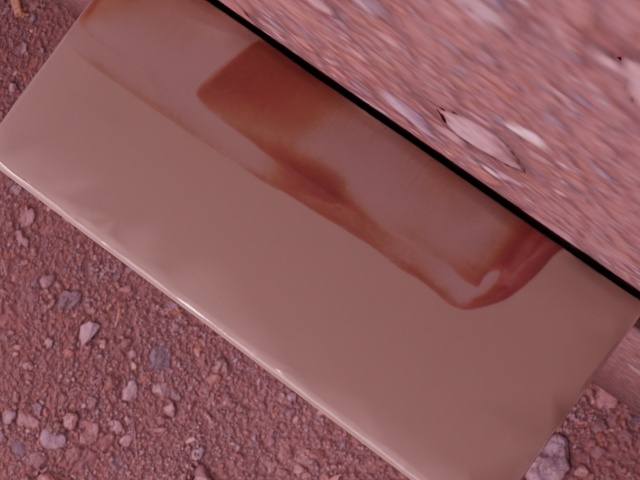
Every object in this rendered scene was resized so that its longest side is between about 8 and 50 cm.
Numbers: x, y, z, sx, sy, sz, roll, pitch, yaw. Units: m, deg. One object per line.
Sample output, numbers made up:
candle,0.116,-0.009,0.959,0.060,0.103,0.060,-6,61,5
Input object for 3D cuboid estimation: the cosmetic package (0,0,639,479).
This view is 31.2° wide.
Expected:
cosmetic package,0.000,0.000,0.589,0.296,0.129,0.153,36,179,9
